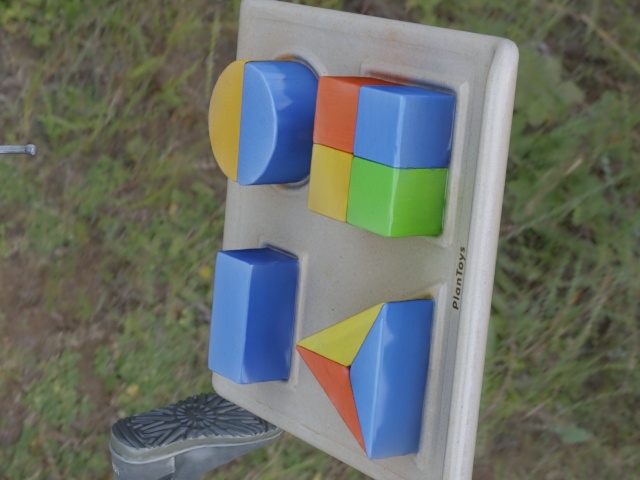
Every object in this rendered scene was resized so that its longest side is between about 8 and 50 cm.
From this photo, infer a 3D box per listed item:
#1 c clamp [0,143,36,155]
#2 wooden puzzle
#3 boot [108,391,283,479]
[{"bbox_3d":[-0.266,-0.064,0.898,0.137,0.160,0.022,-4,84,19],"label":"c clamp"},{"bbox_3d":[0.000,0.000,1.095,0.080,0.348,0.322,-3,104,-32],"label":"wooden puzzle"},{"bbox_3d":[-0.135,0.248,1.444,0.189,0.209,0.076,-6,32,-27],"label":"boot"}]
